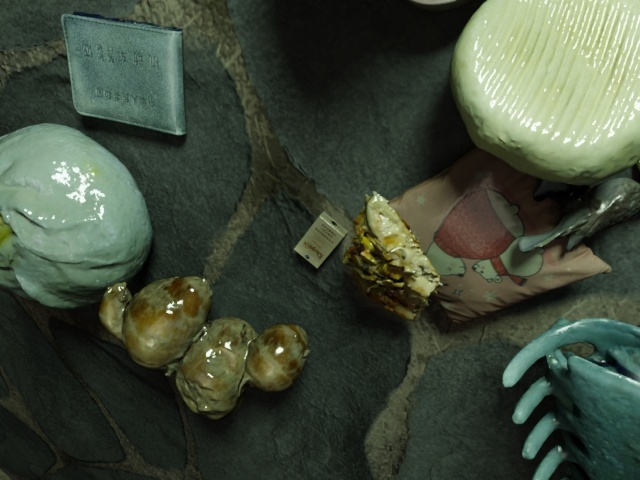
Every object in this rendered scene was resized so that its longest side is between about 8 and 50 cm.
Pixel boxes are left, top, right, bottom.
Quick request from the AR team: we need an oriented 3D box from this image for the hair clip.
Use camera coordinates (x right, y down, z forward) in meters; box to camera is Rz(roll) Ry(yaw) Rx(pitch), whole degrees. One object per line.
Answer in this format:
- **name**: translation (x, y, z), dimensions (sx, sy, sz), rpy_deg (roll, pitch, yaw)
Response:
- **hair clip**: translation (0.394, 0.250, 0.483), dimensions (0.238, 0.392, 0.318), rpy_deg (-1, 117, 52)

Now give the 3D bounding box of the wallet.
- **wallet**: translation (-0.321, -0.271, 0.666), dimensions (0.222, 0.036, 0.167), rpy_deg (16, 118, 14)

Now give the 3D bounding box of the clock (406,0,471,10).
- **clock**: translation (0.134, -0.338, 0.437), dimensions (0.230, 0.063, 0.155), rpy_deg (-9, 107, 23)

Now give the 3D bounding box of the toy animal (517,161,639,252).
- **toy animal**: translation (0.325, -0.044, 0.466), dimensions (0.203, 0.070, 0.105), rpy_deg (-8, 103, -10)

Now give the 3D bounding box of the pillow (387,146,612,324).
- **pillow**: translation (0.213, -0.004, 0.544), dimensions (0.223, 0.084, 0.236), rpy_deg (-36, 98, 30)

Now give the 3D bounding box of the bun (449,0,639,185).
- **bun**: translation (0.240, -0.157, 0.427), dimensions (0.223, 0.127, 0.222), rpy_deg (-1, 81, 10)

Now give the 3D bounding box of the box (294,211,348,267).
- **box**: translation (0.000, 0.000, 0.668), dimensions (0.053, 0.024, 0.083), rpy_deg (41, 123, 1)

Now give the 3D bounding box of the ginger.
- **ginger**: translation (-0.221, 0.183, 0.748), dimensions (0.375, 0.176, 0.256), rpy_deg (32, 117, -7)

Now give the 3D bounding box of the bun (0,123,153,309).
- **bun**: translation (-0.499, -0.031, 0.750), dimensions (0.362, 0.211, 0.361), rpy_deg (9, 115, 20)

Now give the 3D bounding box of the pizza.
- **pizza**: translation (0.090, 0.042, 0.560), dimensions (0.147, 0.069, 0.226), rpy_deg (43, 161, 17)
